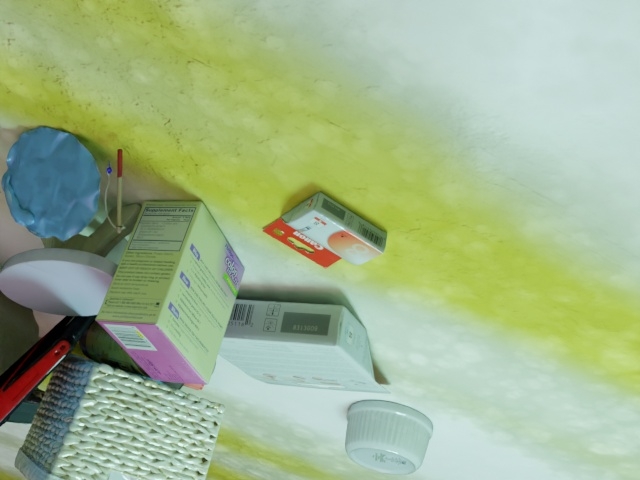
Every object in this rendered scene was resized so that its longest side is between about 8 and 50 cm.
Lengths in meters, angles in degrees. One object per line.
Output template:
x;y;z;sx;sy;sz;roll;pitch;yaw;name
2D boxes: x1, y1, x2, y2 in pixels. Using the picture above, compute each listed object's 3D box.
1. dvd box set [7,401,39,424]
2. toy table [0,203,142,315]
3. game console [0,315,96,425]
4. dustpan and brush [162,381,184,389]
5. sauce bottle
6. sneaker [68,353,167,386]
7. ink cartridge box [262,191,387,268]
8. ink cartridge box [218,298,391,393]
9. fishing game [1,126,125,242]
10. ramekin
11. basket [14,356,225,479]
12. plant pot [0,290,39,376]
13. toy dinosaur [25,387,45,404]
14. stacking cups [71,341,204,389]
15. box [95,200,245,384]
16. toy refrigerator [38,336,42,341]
-0.932;0.371;2.231;0.421;0.062;0.307;17;171;19;dvd box set
-0.436;0.021;1.545;0.274;0.160;0.252;-1;144;24;toy table
-0.552;0.253;1.660;0.342;0.386;0.060;-41;101;5;game console
-0.368;0.224;1.914;0.211;0.060;0.147;31;115;-14;dustpan and brush
-0.355;0.222;1.768;0.344;0.111;0.111;6;150;42;sauce bottle
-0.518;0.367;2.157;0.208;0.127;0.319;-9;134;34;sneaker
0.000;0.000;1.434;0.145;0.045;0.179;31;142;-22;ink cartridge box
-0.041;0.225;1.790;0.308;0.091;0.385;1;158;21;ink cartridge box
-0.433;-0.091;1.411;0.264;0.041;0.189;7;103;15;fishing game
0.154;0.467;2.028;0.207;0.109;0.207;11;147;7;ramekin
-0.422;0.419;1.824;0.328;0.266;0.331;25;164;-25;basket
-0.789;0.186;1.848;0.334;0.333;0.305;-7;153;32;plant pot
-0.705;0.368;2.099;0.268;0.064;0.118;25;162;-14;toy dinosaur
-0.410;0.265;1.979;0.316;0.096;0.096;19;148;-10;stacking cups
-0.249;0.090;1.491;0.117;0.242;0.213;2;146;22;box
-0.810;0.260;2.131;0.270;0.102;0.094;22;148;-9;toy refrigerator
